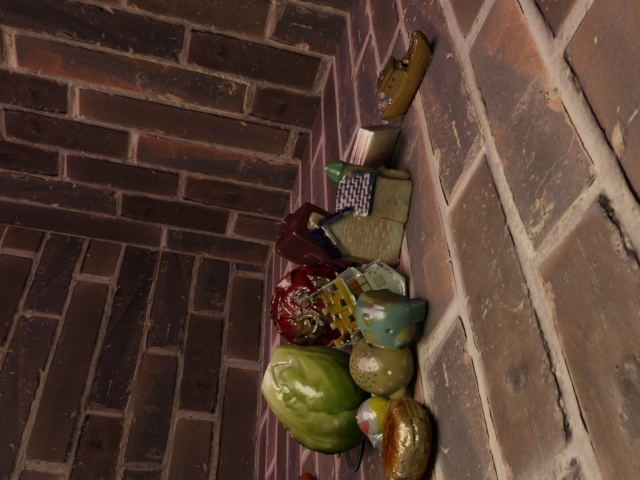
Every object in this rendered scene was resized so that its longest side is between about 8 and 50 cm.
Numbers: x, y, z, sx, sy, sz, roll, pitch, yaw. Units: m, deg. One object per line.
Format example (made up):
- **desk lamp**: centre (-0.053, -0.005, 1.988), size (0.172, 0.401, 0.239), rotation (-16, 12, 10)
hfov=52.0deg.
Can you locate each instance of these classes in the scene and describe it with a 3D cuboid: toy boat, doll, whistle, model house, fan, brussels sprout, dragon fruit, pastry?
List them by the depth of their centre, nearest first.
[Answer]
- **pastry**: centre (0.199, 0.468, 1.525), size (0.192, 0.093, 0.182), rotation (-105, 26, -72)
- **doll**: centre (0.162, 0.267, 1.671), size (0.177, 0.161, 0.261), rotation (13, 103, 44)
- **whistle**: centre (0.154, 0.497, 1.692), size (0.123, 0.122, 0.223), rotation (122, 140, -61)
- **brussels sprout**: centre (0.000, 0.434, 1.858), size (0.281, 0.354, 0.289), rotation (-59, 4, 22)
- **model house**: centre (0.115, 0.173, 1.866), size (0.198, 0.215, 0.224), rotation (58, 161, 6)
- **model house**: centre (0.105, -0.083, 1.990), size (0.243, 0.284, 0.299), rotation (172, 108, -72)
- **toy boat**: centre (0.246, -0.508, 2.033), size (0.321, 0.121, 0.089), rotation (113, 167, -49)
- **fan**: centre (0.109, 0.570, 2.072), size (0.223, 0.012, 0.295), rotation (135, 143, -73)
- **dragon fruit**: centre (-0.019, 0.228, 2.257), size (0.329, 0.329, 0.329), rotation (-170, 90, -78)

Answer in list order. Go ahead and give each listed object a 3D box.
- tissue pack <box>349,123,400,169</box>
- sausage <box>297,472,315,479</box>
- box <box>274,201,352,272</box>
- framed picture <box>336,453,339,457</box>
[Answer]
- **tissue pack**: centre (0.153, -0.216, 2.148), size (0.071, 0.170, 0.326), rotation (29, 117, 30)
- **sausage**: centre (-0.041, 0.904, 2.354), size (0.197, 0.076, 0.076), rotation (-146, 66, -75)
- **box**: centre (0.000, 0.000, 2.378), size (0.167, 0.294, 0.193), rotation (-44, 23, 55)
- **framed picture**: centre (0.061, 0.674, 2.201), size (0.066, 0.006, 0.089), rotation (-120, 40, -77)
